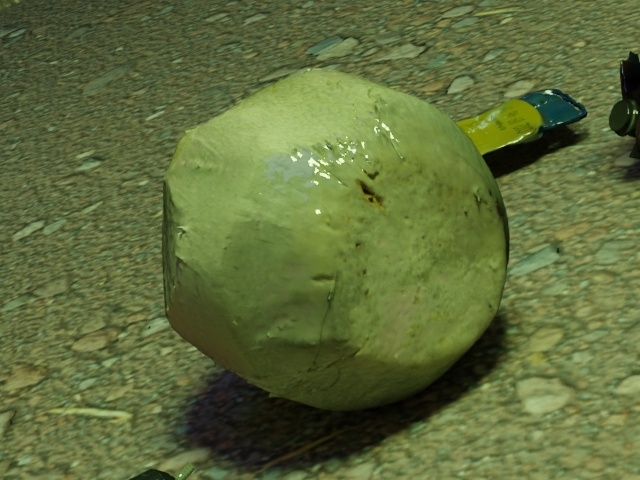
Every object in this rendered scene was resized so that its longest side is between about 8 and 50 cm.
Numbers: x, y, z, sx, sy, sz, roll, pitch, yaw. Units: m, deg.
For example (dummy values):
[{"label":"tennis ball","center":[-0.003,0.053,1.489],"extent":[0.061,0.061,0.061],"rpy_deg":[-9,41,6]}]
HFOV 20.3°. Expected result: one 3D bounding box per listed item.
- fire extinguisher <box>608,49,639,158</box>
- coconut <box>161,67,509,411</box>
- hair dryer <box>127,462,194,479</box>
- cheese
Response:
[{"label":"fire extinguisher","center":[0.289,-0.088,1.301],"extent":[0.106,0.075,0.252],"rpy_deg":[-55,26,-4]},{"label":"coconut","center":[-0.001,-0.002,1.206],"extent":[0.227,0.227,0.230],"rpy_deg":[-32,24,-24]},{"label":"hair dryer","center":[-0.177,0.189,1.133],"extent":[0.219,0.071,0.124],"rpy_deg":[-24,20,-25]},{"label":"cheese","center":[0.088,-0.073,1.490],"extent":[0.270,0.069,0.177],"rpy_deg":[-21,22,-5]}]
